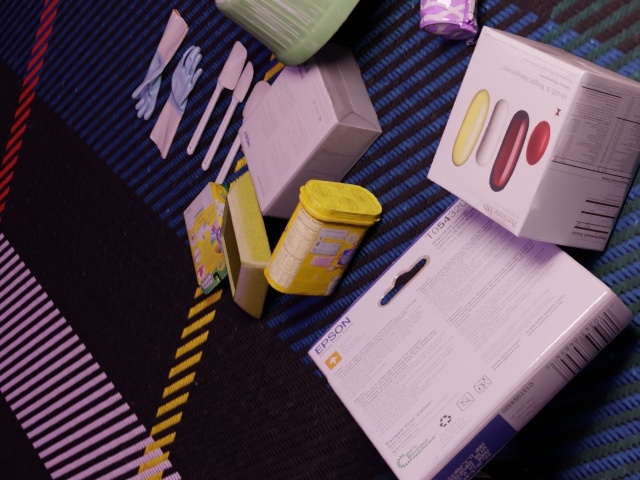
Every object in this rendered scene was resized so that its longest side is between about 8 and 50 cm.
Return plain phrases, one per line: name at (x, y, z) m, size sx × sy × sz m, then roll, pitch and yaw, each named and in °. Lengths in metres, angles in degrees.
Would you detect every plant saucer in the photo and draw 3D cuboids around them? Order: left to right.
plant saucer at (-0.128, 0.011, 2.103) m, size 0.188 × 0.045 × 0.188 m, roll 107°, pitch 152°, yaw -58°

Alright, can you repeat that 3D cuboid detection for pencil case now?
pencil case at (0.187, -0.377, 1.754) m, size 0.088 × 0.086 × 0.206 m, roll -4°, pitch 81°, yaw 63°

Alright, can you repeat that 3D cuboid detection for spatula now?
spatula at (-0.168, -0.219, 2.296) m, size 0.168 × 0.019 × 0.242 m, roll 53°, pitch 127°, yaw 39°

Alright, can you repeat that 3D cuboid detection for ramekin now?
ramekin at (-0.030, -0.429, 1.925) m, size 0.303 × 0.148 × 0.303 m, roll -48°, pitch 23°, yaw 29°

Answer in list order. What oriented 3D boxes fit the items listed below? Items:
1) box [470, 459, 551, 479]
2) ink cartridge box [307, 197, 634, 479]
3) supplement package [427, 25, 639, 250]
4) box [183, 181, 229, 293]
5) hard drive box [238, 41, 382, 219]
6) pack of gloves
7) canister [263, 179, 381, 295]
box at (0.229, 0.361, 1.485) m, size 0.247 × 0.163 × 0.142 m, roll 21°, pitch 99°, yaw 55°
ink cartridge box at (0.170, 0.119, 1.571) m, size 0.324 × 0.071 × 0.330 m, roll -45°, pitch 32°, yaw 3°
supplement package at (0.267, -0.123, 1.537) m, size 0.194 × 0.149 × 0.203 m, roll 38°, pitch 114°, yaw 51°
box at (-0.188, -0.001, 2.259) m, size 0.105 × 0.043 × 0.179 m, roll -44°, pitch 47°, yaw 41°
hard drive box at (-0.023, -0.172, 2.013) m, size 0.232 × 0.089 × 0.181 m, roll -48°, pitch 47°, yaw 39°
pack of gloves at (-0.310, -0.309, 2.490) m, size 0.232 × 0.046 × 0.195 m, roll -62°, pitch 38°, yaw 27°
canister at (0.000, 0.000, 1.918) m, size 0.170 × 0.126 × 0.073 m, roll -61°, pitch 40°, yaw 30°
